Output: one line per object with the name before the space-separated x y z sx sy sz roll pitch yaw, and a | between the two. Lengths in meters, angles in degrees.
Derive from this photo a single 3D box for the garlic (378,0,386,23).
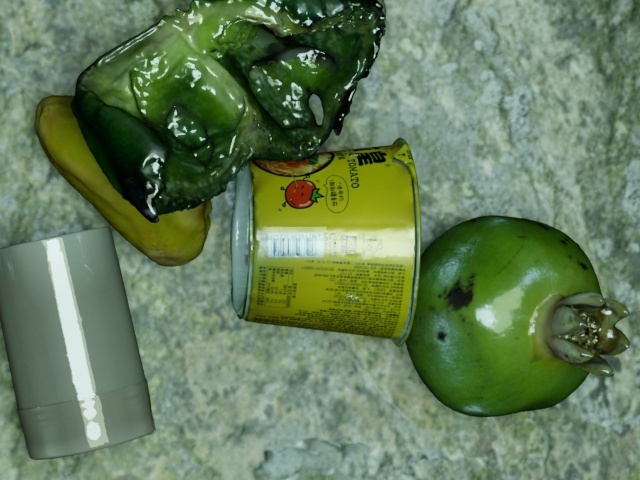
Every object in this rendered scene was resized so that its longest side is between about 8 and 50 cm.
garlic | -0.016 -0.213 1.518 0.159 0.102 0.147 -25 94 -39

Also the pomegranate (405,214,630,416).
pomegranate | 0.178 0.070 1.502 0.187 0.225 0.187 -4 98 -31

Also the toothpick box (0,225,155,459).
toothpick box | -0.209 0.086 1.448 0.111 0.111 0.180 -13 91 -16

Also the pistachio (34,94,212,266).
pistachio | -0.158 -0.062 1.467 0.100 0.110 0.189 -44 99 -5

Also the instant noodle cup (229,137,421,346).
instant noodle cup | 0.000 0.000 1.484 0.144 0.182 0.182 1 88 -8

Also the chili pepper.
chili pepper | -0.072 -0.124 1.401 0.264 0.116 0.148 -36 76 -15
